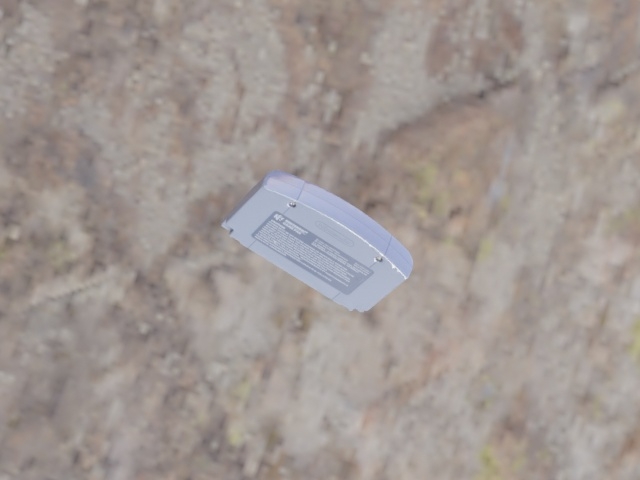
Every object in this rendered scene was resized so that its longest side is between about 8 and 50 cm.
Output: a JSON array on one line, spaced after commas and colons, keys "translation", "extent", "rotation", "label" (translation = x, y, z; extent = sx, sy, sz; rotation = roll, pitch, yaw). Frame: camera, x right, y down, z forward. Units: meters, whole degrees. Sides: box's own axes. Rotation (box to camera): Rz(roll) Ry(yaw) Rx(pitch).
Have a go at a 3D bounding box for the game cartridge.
[{"translation": [0.000, 0.000, 0.852], "extent": [0.083, 0.056, 0.017], "rotation": [32, 55, -13], "label": "game cartridge"}]
